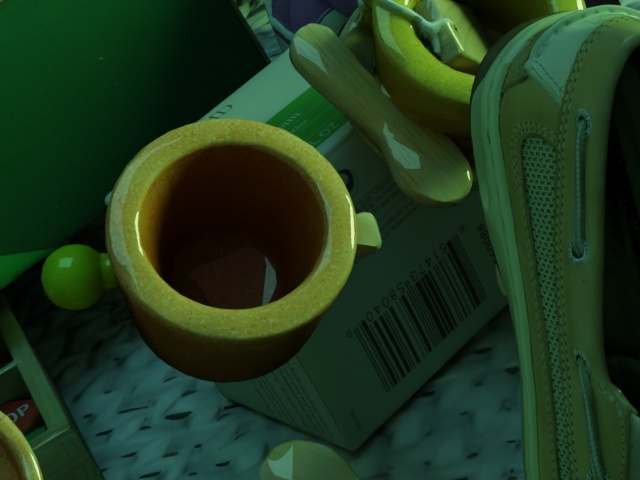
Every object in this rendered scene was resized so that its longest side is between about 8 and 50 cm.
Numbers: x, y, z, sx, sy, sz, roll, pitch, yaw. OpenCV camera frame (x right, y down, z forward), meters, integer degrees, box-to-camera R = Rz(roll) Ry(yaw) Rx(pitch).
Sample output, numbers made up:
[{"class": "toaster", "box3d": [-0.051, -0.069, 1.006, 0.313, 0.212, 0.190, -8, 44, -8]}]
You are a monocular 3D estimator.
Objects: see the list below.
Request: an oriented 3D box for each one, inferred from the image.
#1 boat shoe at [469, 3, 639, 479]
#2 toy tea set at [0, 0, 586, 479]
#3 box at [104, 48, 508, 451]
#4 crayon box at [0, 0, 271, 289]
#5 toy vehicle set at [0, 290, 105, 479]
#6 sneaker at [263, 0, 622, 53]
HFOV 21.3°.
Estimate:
[{"class": "boat shoe", "box3d": [0.082, 0.041, 0.388, 0.068, 0.190, 0.072, -22, 11, -11]}, {"class": "toy tea set", "box3d": [0.010, 0.024, 0.463, 0.200, 0.124, 0.336, 43, 67, 15]}, {"class": "box", "box3d": [0.000, 0.000, 0.617, 0.101, 0.102, 0.087, -42, 30, -22]}, {"class": "crayon box", "box3d": [-0.235, -0.029, 0.809, 0.313, 0.106, 0.363, -39, 21, -18]}, {"class": "toy vehicle set", "box3d": [-0.223, 0.121, 0.673, 0.267, 0.035, 0.166, -32, 29, -9]}, {"class": "sneaker", "box3d": [0.035, -0.146, 0.767, 0.102, 0.161, 0.282, -37, 29, -15]}]
